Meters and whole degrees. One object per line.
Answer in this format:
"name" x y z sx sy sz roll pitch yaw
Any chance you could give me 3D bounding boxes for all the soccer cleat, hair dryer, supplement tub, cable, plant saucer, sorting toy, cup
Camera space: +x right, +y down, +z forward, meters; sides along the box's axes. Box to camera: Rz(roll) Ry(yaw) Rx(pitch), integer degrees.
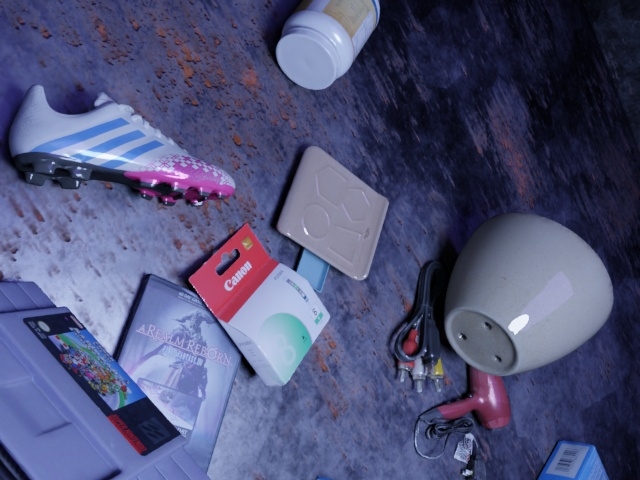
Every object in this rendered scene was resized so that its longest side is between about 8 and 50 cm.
"soccer cleat" -0.268 -0.137 0.892 0.332 0.116 0.143 8 77 -39
"hair dryer" 0.329 0.360 1.332 0.224 0.080 0.293 39 58 -28
"supplement tub" 0.014 -0.397 1.163 0.144 0.144 0.199 45 57 -25
"cable" 0.206 0.170 1.297 0.140 0.072 0.287 22 56 -26
"plant saucer" 0.000 0.000 1.161 0.067 0.018 0.191 34 62 -31
"sorting toy" 0.025 -0.049 1.160 0.208 0.038 0.192 32 62 -27
"cup" 0.391 0.141 1.267 0.237 0.331 0.330 -38 107 -35

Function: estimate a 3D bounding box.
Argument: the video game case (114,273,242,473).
"video game case" -0.221 0.213 0.927 0.196 0.026 0.274 30 64 -33

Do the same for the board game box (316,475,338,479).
"board game box" 0.031 0.619 1.024 0.308 0.086 0.302 54 53 -20

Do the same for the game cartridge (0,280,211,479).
"game cartridge" -0.289 0.180 0.674 0.355 0.068 0.230 44 12 11

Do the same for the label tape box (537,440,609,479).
"label tape box" 0.649 0.712 1.521 0.241 0.106 0.333 -38 107 -38

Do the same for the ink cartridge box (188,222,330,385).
"ink cartridge box" -0.091 0.099 1.020 0.224 0.056 0.181 59 39 -17
